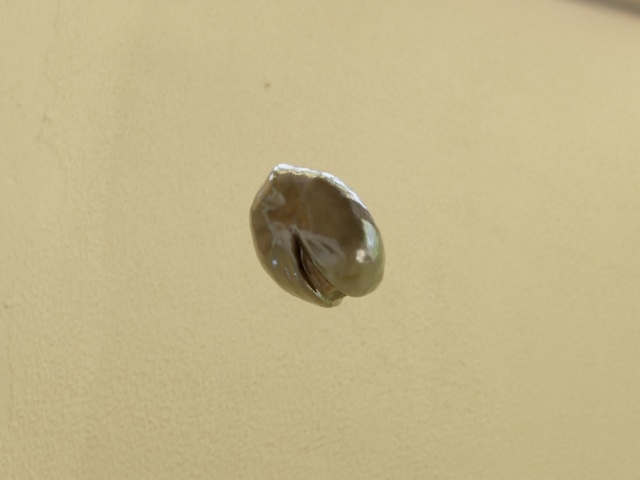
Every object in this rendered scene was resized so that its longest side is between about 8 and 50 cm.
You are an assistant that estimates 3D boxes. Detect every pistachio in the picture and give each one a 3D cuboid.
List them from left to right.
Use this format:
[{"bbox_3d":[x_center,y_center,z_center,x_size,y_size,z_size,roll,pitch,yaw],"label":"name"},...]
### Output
[{"bbox_3d":[0.000,0.000,1.052,0.124,0.185,0.124,-13,-126,19],"label":"pistachio"}]
